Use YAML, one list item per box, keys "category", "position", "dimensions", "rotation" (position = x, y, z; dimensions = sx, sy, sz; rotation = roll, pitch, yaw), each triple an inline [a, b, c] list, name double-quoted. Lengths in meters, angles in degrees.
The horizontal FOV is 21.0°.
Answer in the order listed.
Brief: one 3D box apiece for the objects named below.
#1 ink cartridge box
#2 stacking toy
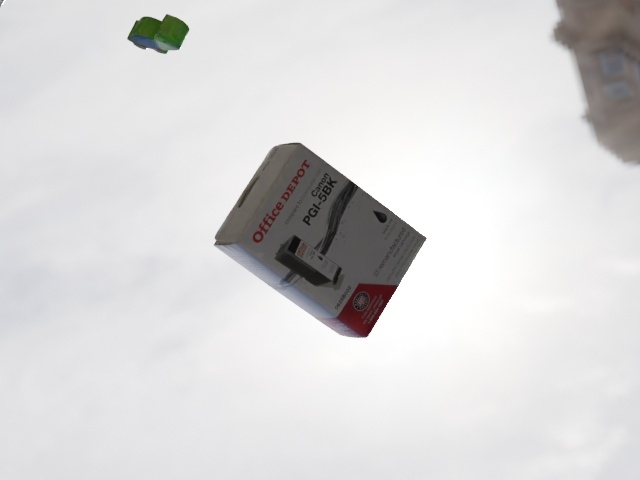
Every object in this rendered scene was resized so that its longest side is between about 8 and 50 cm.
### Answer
- category: "ink cartridge box"
  position: [0.000, 0.000, 1.359]
  dimensions: [0.099, 0.135, 0.056]
  rotation: [-58, -161, -12]
- category: "stacking toy"
  position: [-0.155, -0.235, 1.268]
  dimensions: [0.221, 0.052, 0.167]
  rotation: [18, -108, 26]
